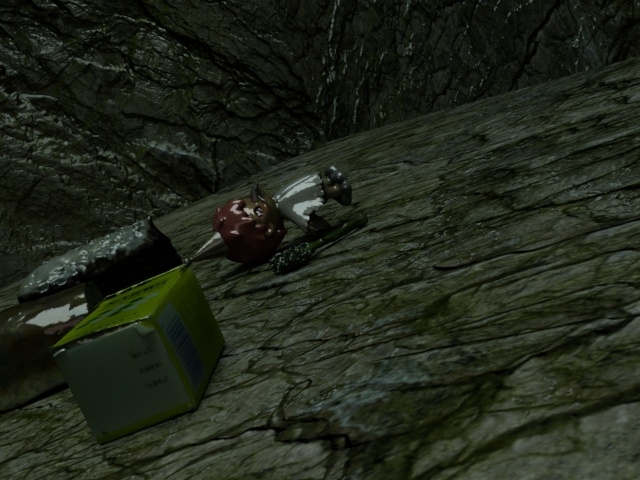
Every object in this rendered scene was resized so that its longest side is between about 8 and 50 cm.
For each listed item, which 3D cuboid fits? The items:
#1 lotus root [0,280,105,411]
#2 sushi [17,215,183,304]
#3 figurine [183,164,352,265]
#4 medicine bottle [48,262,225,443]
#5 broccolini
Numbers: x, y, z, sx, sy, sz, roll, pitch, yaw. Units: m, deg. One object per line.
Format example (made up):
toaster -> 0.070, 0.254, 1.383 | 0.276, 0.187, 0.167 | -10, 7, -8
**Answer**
lotus root -> -0.501, 0.179, 1.429 | 0.260, 0.149, 0.267 | -23, 7, -7
sushi -> -0.449, 0.098, 1.637 | 0.344, 0.181, 0.196 | -26, 14, 2
figurine -> -0.123, -0.050, 1.738 | 0.387, 0.166, 0.207 | -23, 35, -14
medicine bottle -> -0.227, 0.139, 1.075 | 0.137, 0.141, 0.250 | -24, 10, 7
broccolini -> 0.001, -0.006, 1.586 | 0.071, 0.057, 0.254 | 36, 48, 25
